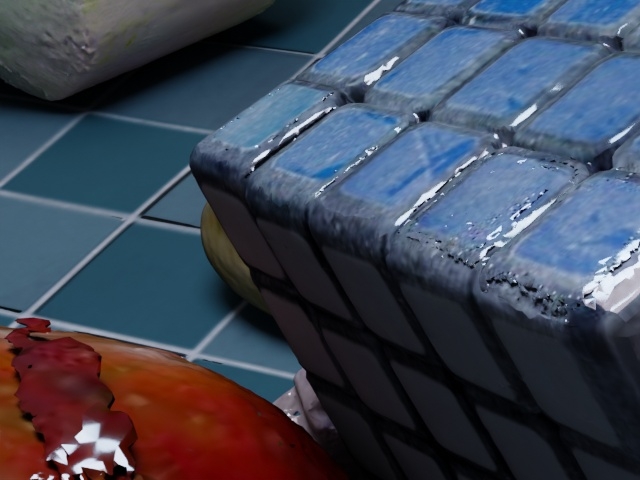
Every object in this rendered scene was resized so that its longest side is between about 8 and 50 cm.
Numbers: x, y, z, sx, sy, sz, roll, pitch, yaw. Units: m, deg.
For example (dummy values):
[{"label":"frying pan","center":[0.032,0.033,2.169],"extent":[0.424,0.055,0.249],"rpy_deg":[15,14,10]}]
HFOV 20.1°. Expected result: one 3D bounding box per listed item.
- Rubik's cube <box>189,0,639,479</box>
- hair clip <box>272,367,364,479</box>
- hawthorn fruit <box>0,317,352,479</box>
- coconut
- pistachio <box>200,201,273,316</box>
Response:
[{"label":"Rubik's cube","center":[0.140,0.017,0.568],"extent":[0.237,0.238,0.237],"rpy_deg":[-38,24,-16]},{"label":"hair clip","center":[0.029,0.093,0.799],"extent":[0.173,0.300,0.069],"rpy_deg":[-14,75,-26]},{"label":"hawthorn fruit","center":[-0.106,0.178,0.628],"extent":[0.315,0.316,0.316],"rpy_deg":[-6,31,4]},{"label":"coconut","center":[-0.197,-0.265,1.373],"extent":[0.309,0.298,0.297],"rpy_deg":[-21,33,-30]},{"label":"pistachio","center":[0.000,0.000,1.079],"extent":[0.126,0.108,0.185],"rpy_deg":[21,13,-45]}]
